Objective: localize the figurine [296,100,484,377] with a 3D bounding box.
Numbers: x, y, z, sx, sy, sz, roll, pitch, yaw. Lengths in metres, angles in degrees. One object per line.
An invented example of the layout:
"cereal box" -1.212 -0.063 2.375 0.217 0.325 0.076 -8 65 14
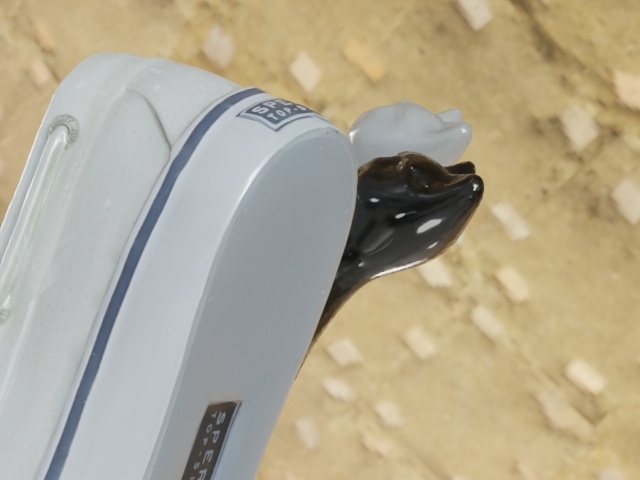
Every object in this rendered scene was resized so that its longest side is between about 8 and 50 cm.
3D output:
"figurine" 0.000 0.000 0.957 0.092 0.209 0.215 53 12 -13

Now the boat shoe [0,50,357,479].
"boat shoe" -0.126 0.097 0.654 0.156 0.136 0.367 25 -80 26
